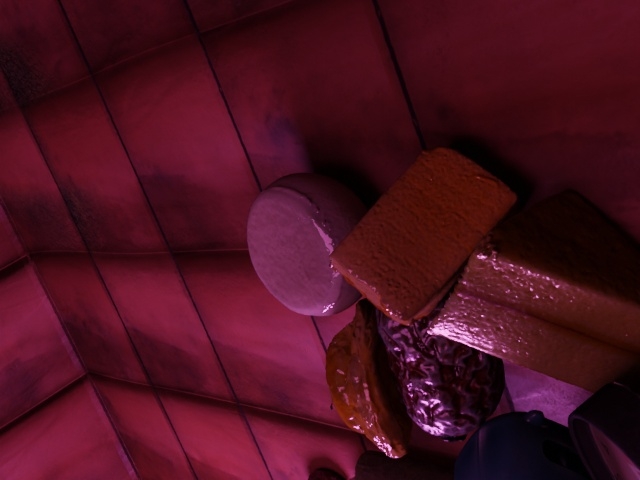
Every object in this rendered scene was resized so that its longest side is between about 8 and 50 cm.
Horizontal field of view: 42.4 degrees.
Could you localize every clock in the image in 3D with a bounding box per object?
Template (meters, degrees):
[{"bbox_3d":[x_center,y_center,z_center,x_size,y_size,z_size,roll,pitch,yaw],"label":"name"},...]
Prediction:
[{"bbox_3d":[0.486,0.379,1.143,0.386,0.076,0.386,58,177,6],"label":"clock"}]

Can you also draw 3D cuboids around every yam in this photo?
[{"bbox_3d":[0.208,0.564,1.813,0.304,0.168,0.168,-2,115,47],"label":"yam"}]

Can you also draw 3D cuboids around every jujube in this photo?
[{"bbox_3d":[0.215,0.193,1.474,0.226,0.226,0.317,4,115,47],"label":"jujube"}]

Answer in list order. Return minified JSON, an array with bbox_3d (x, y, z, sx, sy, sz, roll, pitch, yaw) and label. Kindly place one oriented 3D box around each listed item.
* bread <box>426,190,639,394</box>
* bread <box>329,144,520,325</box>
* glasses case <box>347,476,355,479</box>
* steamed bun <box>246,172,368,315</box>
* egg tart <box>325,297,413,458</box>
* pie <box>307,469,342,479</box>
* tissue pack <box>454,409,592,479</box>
[{"bbox_3d":[0.393,0.139,1.220,0.361,0.245,0.233,44,141,22],"label":"bread"},{"bbox_3d":[0.167,-0.009,1.329,0.185,0.275,0.114,40,173,20],"label":"bread"},{"bbox_3d":[0.164,0.720,1.955,0.336,0.076,0.144,51,154,40],"label":"glasses case"},{"bbox_3d":[0.000,0.000,1.603,0.283,0.177,0.283,23,123,39],"label":"steamed bun"},{"bbox_3d":[0.092,0.270,1.613,0.128,0.319,0.319,-12,111,15],"label":"egg tart"},{"bbox_3d":[0.038,0.716,2.204,0.219,0.054,0.204,51,143,8],"label":"pie"},{"bbox_3d":[0.389,0.421,1.406,0.287,0.198,0.206,27,128,-8],"label":"tissue pack"}]
